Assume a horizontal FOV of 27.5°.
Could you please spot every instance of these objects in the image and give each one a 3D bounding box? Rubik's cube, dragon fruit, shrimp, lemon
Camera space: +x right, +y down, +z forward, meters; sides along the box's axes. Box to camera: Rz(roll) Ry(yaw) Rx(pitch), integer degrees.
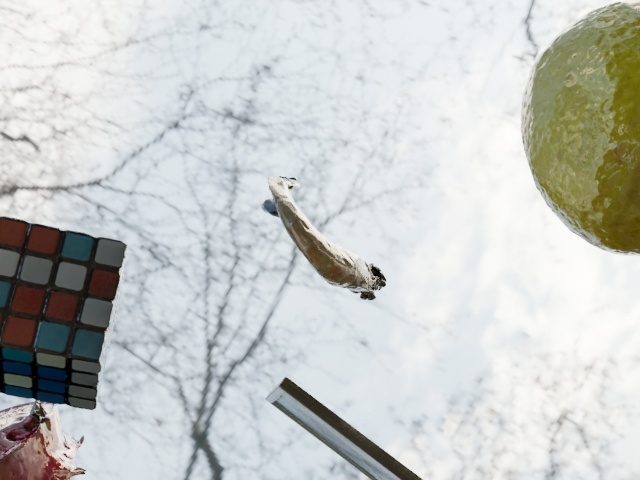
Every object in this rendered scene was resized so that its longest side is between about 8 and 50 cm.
[{"bbox_3d":[-0.308,0.084,1.477,0.154,0.151,0.155,114,166,-61],"label":"Rubik's cube"},{"bbox_3d":[-0.458,0.370,1.659,0.386,0.370,0.249,-54,-57,-73],"label":"dragon fruit"},{"bbox_3d":[0.000,0.000,1.423,0.046,0.152,0.219,-42,-30,9],"label":"shrimp"},{"bbox_3d":[0.145,-0.049,0.586,0.109,0.133,0.109,-9,-43,-8],"label":"lemon"}]

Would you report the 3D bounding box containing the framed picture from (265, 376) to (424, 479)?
[{"bbox_3d":[0.029,0.224,1.443,0.015,0.203,0.150,-53,0,-15],"label":"framed picture"}]
